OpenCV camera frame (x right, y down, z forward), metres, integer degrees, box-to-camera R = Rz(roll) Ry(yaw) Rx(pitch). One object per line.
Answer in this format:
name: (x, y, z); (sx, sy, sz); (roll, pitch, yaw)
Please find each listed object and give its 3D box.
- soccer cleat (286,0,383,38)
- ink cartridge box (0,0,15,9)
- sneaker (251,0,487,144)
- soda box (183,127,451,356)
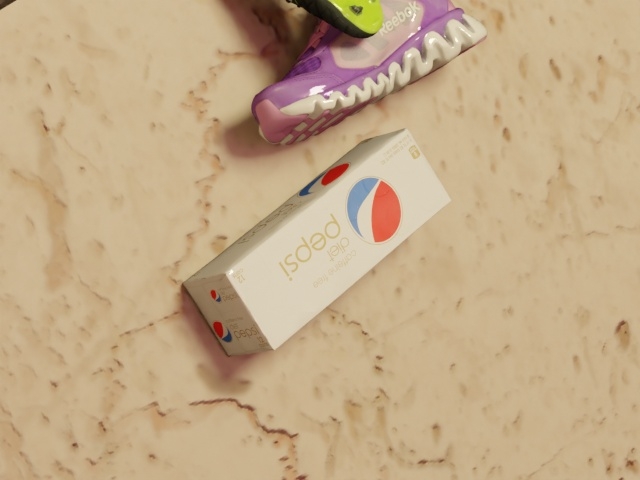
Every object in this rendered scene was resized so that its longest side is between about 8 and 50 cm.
soccer cleat: (-0.027, -0.214, 1.538); (0.179, 0.072, 0.060); (42, 45, 3)
ink cartridge box: (-0.350, -0.167, 1.198); (0.272, 0.309, 0.130); (-13, 90, -35)
sneaker: (0.024, -0.157, 1.582); (0.236, 0.095, 0.104); (-31, 94, -38)
soda box: (0.000, 0.000, 1.549); (0.216, 0.069, 0.074); (-39, 105, -32)
